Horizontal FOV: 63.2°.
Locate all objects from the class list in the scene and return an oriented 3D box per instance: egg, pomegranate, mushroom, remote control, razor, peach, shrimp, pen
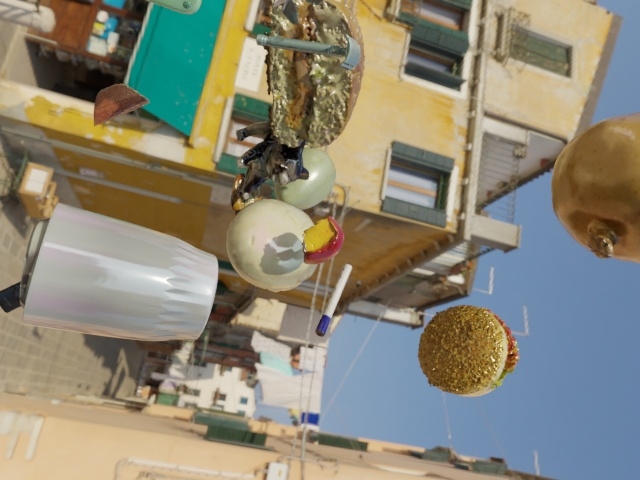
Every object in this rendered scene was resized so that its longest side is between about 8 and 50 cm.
[{"bbox_3d":[-0.066,-0.230,1.997,0.295,0.218,0.218,-53,178,-32],"label":"egg"},{"bbox_3d":[0.783,-0.118,1.303,0.411,0.411,0.412,-166,-90,-78],"label":"pomegranate"},{"bbox_3d":[-0.173,-0.003,1.714,0.356,0.315,0.315,33,-65,34],"label":"mushroom"},{"bbox_3d":[-0.643,0.090,1.240,0.025,0.245,0.063,41,-28,45],"label":"remote control"},{"bbox_3d":[-0.032,-0.430,1.161,0.106,0.231,0.068,-35,136,-70],"label":"razor"},{"bbox_3d":[0.006,0.001,1.498,0.151,0.118,0.151,10,90,-89],"label":"peach"},{"bbox_3d":[-0.255,-0.191,1.826,0.150,0.068,0.249,10,88,-62],"label":"shrimp"},{"bbox_3d":[0.045,0.180,1.630,0.269,0.033,0.033,-64,-177,-35],"label":"pen"}]

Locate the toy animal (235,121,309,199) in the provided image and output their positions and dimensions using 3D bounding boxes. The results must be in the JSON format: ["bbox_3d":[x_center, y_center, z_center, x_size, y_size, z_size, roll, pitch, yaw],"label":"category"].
[{"bbox_3d":[-0.133,-0.297,1.787,0.344,0.302,0.194,-104,-176,-53],"label":"toy animal"}]

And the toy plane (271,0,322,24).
[{"bbox_3d":[-0.053,-0.647,1.115,0.326,0.222,0.104,-59,177,33],"label":"toy plane"}]

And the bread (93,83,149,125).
[{"bbox_3d":[-0.658,-0.453,1.676,0.067,0.192,0.119,61,3,-74],"label":"bread"}]

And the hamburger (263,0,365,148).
[{"bbox_3d":[-0.001,-0.518,1.544,0.287,0.268,0.446,-67,162,-49],"label":"hamburger"}]

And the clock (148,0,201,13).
[{"bbox_3d":[-0.341,-0.653,1.216,0.066,0.159,0.211,-94,-155,-53],"label":"clock"}]

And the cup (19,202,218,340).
[{"bbox_3d":[-0.429,0.087,1.120,0.253,0.371,0.253,-46,-145,47],"label":"cup"}]

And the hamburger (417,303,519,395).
[{"bbox_3d":[0.436,0.328,1.570,0.294,0.179,0.276,-26,-131,15],"label":"hamburger"}]
